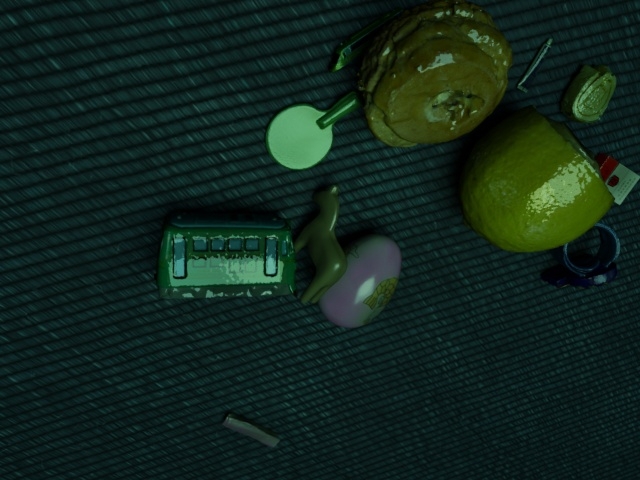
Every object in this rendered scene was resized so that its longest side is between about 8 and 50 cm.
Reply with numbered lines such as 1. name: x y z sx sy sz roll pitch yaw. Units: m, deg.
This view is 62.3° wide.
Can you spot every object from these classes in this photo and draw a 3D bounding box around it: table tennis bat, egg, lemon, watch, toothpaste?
1. table tennis bat: -0.013 -0.273 1.276 0.257 0.039 0.160 -33 119 8
2. egg: 0.102 0.103 1.400 0.196 0.196 0.271 17 107 -22
3. lemon: 0.515 -0.128 1.336 0.364 0.364 0.364 -6 117 -13
4. watch: 0.780 0.034 1.590 0.196 0.171 0.200 -19 104 -5
5. toothpaste: 0.552 -0.450 1.358 0.037 0.021 0.140 18 111 -24

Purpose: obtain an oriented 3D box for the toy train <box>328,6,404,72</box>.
1. toy train: 0.099 -0.460 1.210 0.209 0.044 0.042 -33 120 1

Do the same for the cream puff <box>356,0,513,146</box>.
1. cream puff: 0.244 -0.374 1.181 0.327 0.231 0.343 7 148 -29

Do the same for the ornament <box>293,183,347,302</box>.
1. ornament: 0.000 0.000 1.335 0.061 0.230 0.245 7 137 -40

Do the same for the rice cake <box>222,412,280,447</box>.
1. rice cake: -0.212 0.583 1.631 0.206 0.036 0.047 37 91 -27

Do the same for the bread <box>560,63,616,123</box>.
1. bread: 0.713 -0.389 1.409 0.117 0.064 0.156 17 108 -27

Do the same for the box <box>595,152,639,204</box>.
1. box: 0.852 -0.181 1.559 0.152 0.048 0.100 21 106 -26

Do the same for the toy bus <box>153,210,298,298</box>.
1. toy bus: -0.223 0.032 1.281 0.343 0.183 0.200 0 102 -17
